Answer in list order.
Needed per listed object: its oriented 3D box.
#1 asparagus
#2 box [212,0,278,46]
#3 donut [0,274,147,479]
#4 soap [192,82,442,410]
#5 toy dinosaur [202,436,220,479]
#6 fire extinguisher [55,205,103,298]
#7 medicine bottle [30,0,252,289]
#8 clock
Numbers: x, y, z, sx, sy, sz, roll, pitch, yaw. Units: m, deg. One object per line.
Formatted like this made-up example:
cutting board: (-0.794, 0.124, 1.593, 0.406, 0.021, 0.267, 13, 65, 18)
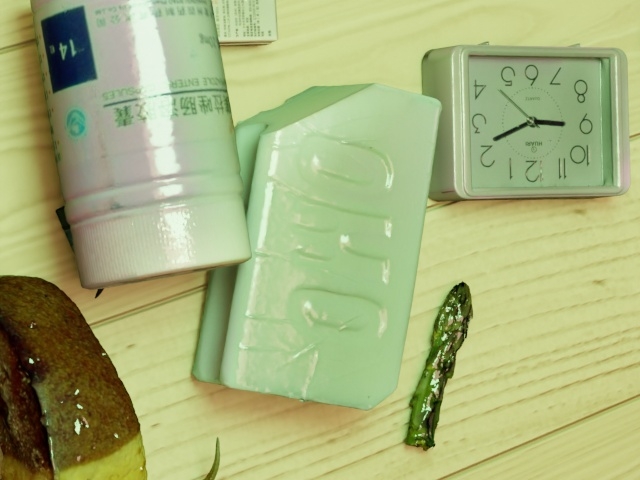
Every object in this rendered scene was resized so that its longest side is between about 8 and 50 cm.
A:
asparagus: (0.114, 0.117, 1.658, 0.036, 0.030, 0.165, 20, 81, -13)
box: (-0.088, -0.235, 1.565, 0.089, 0.043, 0.125, -2, 90, -25)
donut: (-0.212, 0.153, 1.451, 0.112, 0.151, 0.295, -19, 96, -34)
soap: (0.000, 0.000, 1.572, 0.173, 0.095, 0.289, 12, 84, -24)
toy dinosaur: (-0.116, 0.262, 1.547, 0.058, 0.037, 0.180, 30, 78, -26)
fire extinguisher: (-0.200, 0.006, 1.521, 0.038, 0.025, 0.083, -30, 102, -44)
medicine bottle: (-0.149, -0.095, 1.467, 0.152, 0.152, 0.254, -10, 88, -24)
clock: (0.198, -0.114, 1.682, 0.197, 0.063, 0.150, -1, 90, -24)
